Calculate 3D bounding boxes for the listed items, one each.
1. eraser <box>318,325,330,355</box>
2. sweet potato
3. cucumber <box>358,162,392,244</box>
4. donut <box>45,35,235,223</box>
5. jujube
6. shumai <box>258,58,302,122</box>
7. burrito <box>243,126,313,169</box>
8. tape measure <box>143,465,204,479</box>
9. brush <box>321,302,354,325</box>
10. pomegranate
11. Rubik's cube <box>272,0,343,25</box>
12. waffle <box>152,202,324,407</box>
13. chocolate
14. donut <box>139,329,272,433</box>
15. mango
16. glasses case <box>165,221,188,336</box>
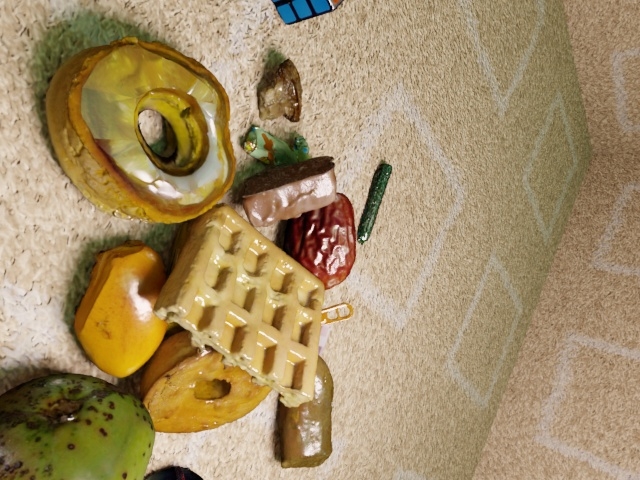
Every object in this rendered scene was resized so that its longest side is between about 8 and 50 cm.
[{"bbox_3d":[-0.013,0.280,1.218,0.065,0.026,0.105,26,80,-42],"label":"eraser"},{"bbox_3d":[-0.034,0.442,1.155,0.157,0.157,0.370,2,90,-45],"label":"sweet potato"},{"bbox_3d":[0.158,-0.109,1.295,0.044,0.043,0.257,23,83,-40],"label":"cucumber"},{"bbox_3d":[-0.282,-0.187,0.762,0.330,0.159,0.330,-10,103,-51],"label":"donut"},{"bbox_3d":[0.000,0.000,1.062,0.183,0.183,0.243,-1,99,-45],"label":"jujube"},{"bbox_3d":[-0.084,-0.338,0.982,0.105,0.139,0.123,8,61,-15],"label":"shumai"},{"bbox_3d":[-0.065,-0.208,1.050,0.288,0.054,0.104,21,82,-44],"label":"burrito"},{"bbox_3d":[-0.318,0.599,0.906,0.202,0.135,0.223,11,85,-37],"label":"tape measure"},{"bbox_3d":[-0.068,0.203,1.026,0.314,0.017,0.090,-14,85,-10],"label":"brush"},{"bbox_3d":[-0.426,0.385,0.697,0.284,0.285,0.341,-11,132,-43],"label":"pomegranate"},{"bbox_3d":[-0.022,-0.589,0.931,0.163,0.162,0.161,-54,131,-21],"label":"Rubik's cube"},{"bbox_3d":[-0.129,0.111,0.846,0.348,0.077,0.304,41,35,-26],"label":"waffle"},{"bbox_3d":[-0.061,-0.108,0.951,0.213,0.148,0.093,-15,118,1],"label":"chocolate"},{"bbox_3d":[-0.231,0.275,0.887,0.277,0.108,0.278,-18,136,-19],"label":"donut"},{"bbox_3d":[-0.352,0.127,0.782,0.153,0.126,0.252,3,98,-33],"label":"mango"},{"bbox_3d":[-0.276,0.079,0.888,0.079,0.064,0.234,16,85,-45],"label":"glasses case"}]
